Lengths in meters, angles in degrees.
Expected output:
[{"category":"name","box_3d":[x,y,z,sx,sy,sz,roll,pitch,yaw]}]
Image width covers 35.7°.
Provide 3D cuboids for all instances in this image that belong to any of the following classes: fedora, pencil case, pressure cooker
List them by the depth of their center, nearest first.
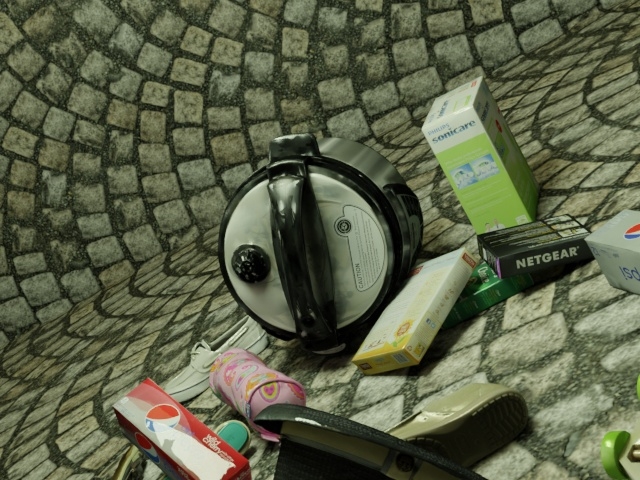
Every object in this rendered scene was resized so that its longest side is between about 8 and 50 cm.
[{"category":"fedora","box_3d":[0.058,0.317,1.161,0.334,0.334,0.153,-6,57,57]},{"category":"pencil case","box_3d":[-0.121,0.282,1.844,0.124,0.124,0.284,-35,17,-14]},{"category":"pressure cooker","box_3d":[-0.005,0.002,1.963,0.375,0.370,0.420,-52,-1,18]}]

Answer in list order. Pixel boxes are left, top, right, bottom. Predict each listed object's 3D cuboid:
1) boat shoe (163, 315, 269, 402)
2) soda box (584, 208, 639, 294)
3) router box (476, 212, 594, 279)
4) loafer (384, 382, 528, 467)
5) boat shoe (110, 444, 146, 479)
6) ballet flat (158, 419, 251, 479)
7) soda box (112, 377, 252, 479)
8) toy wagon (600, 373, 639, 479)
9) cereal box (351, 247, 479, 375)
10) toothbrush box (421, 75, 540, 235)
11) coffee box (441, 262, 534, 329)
[{"category":"boat shoe","box_3d":[-0.244,0.260,2.194,0.267,0.088,0.096,-32,16,-1]},{"category":"soda box","box_3d":[0.516,0.029,1.454,0.091,0.098,0.286,-36,16,-10]},{"category":"router box","box_3d":[0.380,0.009,1.758,0.178,0.046,0.133,-13,19,-3]},{"category":"loafer","box_3d":[0.158,0.280,1.379,0.268,0.102,0.092,-24,13,-7]},{"category":"boat shoe","box_3d":[-0.368,0.447,1.926,0.056,0.049,0.152,-51,8,19]},{"category":"ballet flat","box_3d":[-0.217,0.413,1.726,0.248,0.086,0.086,-39,17,-29]},{"category":"soda box","box_3d":[-0.230,0.345,1.660,0.263,0.092,0.083,32,54,32]},{"category":"toy wagon","box_3d":[0.484,0.178,1.120,0.267,0.068,0.344,-14,22,46]},{"category":"cereal box","box_3d":[0.170,0.128,1.776,0.240,0.047,0.173,-53,14,-28]},{"category":"toothbrush box","box_3d":[0.335,-0.166,2.048,0.122,0.283,0.206,-25,16,25]},{"category":"coffee box","box_3d":[0.290,0.086,1.810,0.184,0.040,0.113,-28,16,11]}]
